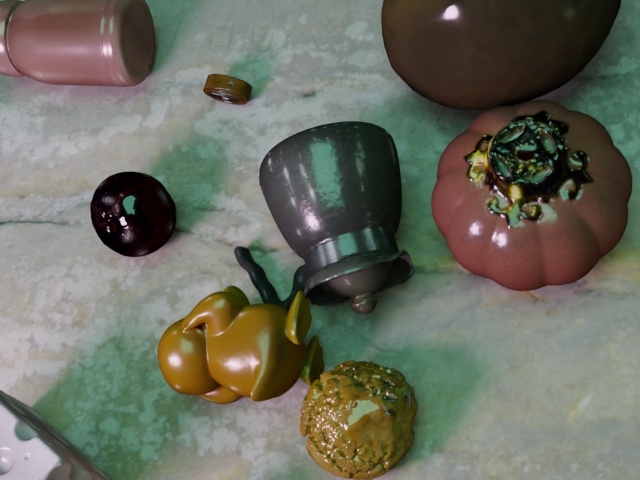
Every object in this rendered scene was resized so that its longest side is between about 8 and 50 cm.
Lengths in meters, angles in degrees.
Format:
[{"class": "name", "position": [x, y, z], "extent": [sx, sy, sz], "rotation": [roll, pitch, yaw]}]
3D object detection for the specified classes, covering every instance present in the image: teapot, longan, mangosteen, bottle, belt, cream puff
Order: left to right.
[{"class": "bottle", "position": [-0.461, -0.374, 2.107], "extent": [0.297, 0.173, 0.206], "rotation": [1, 36, 17]}, {"class": "mangosteen", "position": [-0.309, -0.048, 1.941], "extent": [0.152, 0.152, 0.152], "rotation": [-5, 66, 12]}, {"class": "belt", "position": [-0.164, -0.265, 2.037], "extent": [0.083, 0.059, 0.036], "rotation": [14, 72, 7]}, {"class": "teapot", "position": [0.001, -0.008, 1.804], "extent": [0.305, 0.223, 0.285], "rotation": [-17, 71, 4]}, {"class": "cream puff", "position": [0.057, 0.263, 1.716], "extent": [0.189, 0.129, 0.189], "rotation": [-5, 70, 12]}, {"class": "longan", "position": [0.289, -0.384, 1.827], "extent": [0.404, 0.404, 0.336], "rotation": [-41, 100, -5]}]

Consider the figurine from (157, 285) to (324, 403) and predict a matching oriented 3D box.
[{"class": "figurine", "position": [-0.125, 0.167, 1.773], "extent": [0.228, 0.215, 0.215], "rotation": [15, 71, 36]}]

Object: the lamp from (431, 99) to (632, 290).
[{"class": "lamp", "position": [0.315, -0.078, 1.736], "extent": [0.305, 0.239, 0.305], "rotation": [-6, 65, 12]}]

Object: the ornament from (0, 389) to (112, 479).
[{"class": "ornament", "position": [-0.494, 0.379, 1.737], "extent": [0.240, 0.240, 0.239], "rotation": [34, 79, 24]}]
